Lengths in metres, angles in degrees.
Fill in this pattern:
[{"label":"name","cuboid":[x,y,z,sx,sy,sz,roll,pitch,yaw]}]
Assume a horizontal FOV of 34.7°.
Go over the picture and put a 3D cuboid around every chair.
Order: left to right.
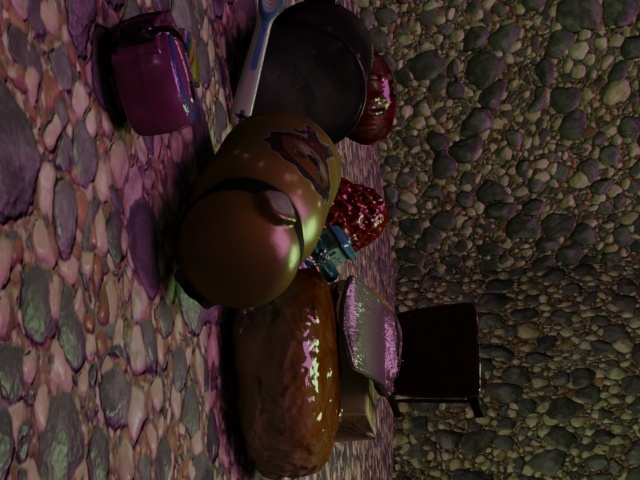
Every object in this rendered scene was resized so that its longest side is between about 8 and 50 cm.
[{"label":"chair","cuboid":[0.156,0.171,1.606,0.319,0.186,0.160,59,31,-60]}]

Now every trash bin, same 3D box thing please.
[{"label":"trash bin","cuboid":[-0.019,-0.275,1.667,0.301,0.203,0.252,-76,174,-69]}]

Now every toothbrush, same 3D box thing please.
[{"label":"toothbrush","cuboid":[-0.069,-0.335,1.433,0.040,0.040,0.386,-73,180,-68]}]

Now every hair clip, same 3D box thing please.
[{"label":"hair clip","cuboid":[-0.164,-0.215,1.210,0.188,0.033,0.060,31,55,-79]}]

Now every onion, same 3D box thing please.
[{"label":"onion","cuboid":[0.100,-0.365,2.585,0.246,0.190,0.246,179,-90,-78]}]

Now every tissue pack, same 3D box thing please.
[{"label":"tissue pack","cuboid":[0.007,0.209,1.700,0.125,0.159,0.234,73,15,-56]}]

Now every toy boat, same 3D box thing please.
[{"label":"toy boat","cuboid":[0.000,0.000,1.916,0.109,0.098,0.238,61,4,26]}]

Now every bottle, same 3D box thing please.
[{"label":"bottle","cuboid":[-0.074,-0.034,1.244,0.351,0.172,0.171,-75,159,-67]}]

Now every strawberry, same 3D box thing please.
[{"label":"strawberry","cuboid":[0.050,-0.033,2.109,0.234,0.178,0.233,-2,90,-75]}]

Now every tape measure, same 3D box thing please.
[{"label":"tape measure","cuboid":[-0.167,-0.166,1.025,0.125,0.074,0.118,-84,162,-73]}]

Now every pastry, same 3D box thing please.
[{"label":"pastry","cuboid":[-0.041,0.191,1.470,0.329,0.136,0.329,-4,90,-83]}]

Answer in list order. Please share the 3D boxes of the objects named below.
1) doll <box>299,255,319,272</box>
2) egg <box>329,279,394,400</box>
[{"label":"doll","cuboid":[-0.054,0.014,1.657,0.062,0.104,0.194,20,-39,56]},{"label":"egg","cuboid":[0.060,0.192,1.939,0.203,0.203,0.245,66,19,-67]}]
